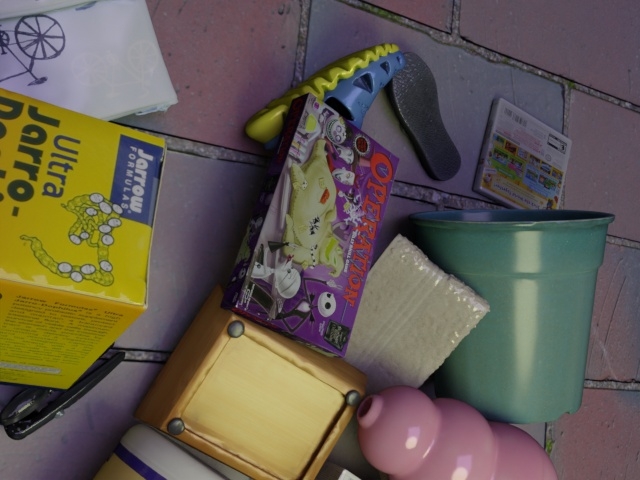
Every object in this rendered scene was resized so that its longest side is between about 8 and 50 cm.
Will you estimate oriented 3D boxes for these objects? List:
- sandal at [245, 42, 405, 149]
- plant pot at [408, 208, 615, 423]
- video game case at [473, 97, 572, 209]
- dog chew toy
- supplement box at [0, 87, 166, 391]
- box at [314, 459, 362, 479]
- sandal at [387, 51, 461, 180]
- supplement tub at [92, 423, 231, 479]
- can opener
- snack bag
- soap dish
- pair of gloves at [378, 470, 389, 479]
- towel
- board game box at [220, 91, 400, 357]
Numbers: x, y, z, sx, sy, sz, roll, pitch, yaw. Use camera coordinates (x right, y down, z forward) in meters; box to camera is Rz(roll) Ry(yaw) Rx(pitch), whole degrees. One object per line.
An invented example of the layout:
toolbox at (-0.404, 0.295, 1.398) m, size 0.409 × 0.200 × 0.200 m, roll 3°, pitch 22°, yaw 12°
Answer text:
sandal at (0.026, -0.223, 1.106) m, size 0.317 × 0.126 × 0.138 m, roll -38°, pitch 108°, yaw -17°
plant pot at (0.329, 0.118, 1.144) m, size 0.341 × 0.341 × 0.334 m, roll -5°, pitch 97°, yaw -29°
video game case at (0.430, -0.161, 1.371) m, size 0.227 × 0.026 × 0.206 m, roll 22°, pitch 76°, yaw -27°
dog chew toy at (0.195, 0.336, 0.980) m, size 0.332 × 0.206 × 0.206 m, roll 35°, pitch 71°, yaw -12°
supplement box at (-0.330, 0.026, 0.727) m, size 0.195 × 0.356 × 0.194 m, roll 15°, pitch 58°, yaw -28°
box at (0.058, 0.456, 1.074) m, size 0.203 × 0.114 × 0.103 m, roll 40°, pitch 69°, yaw -22°
sandal at (0.185, -0.227, 1.232) m, size 0.097 × 0.054 × 0.254 m, roll -31°, pitch 111°, yaw -20°
supplement tub at (-0.241, 0.439, 0.838) m, size 0.241 × 0.241 × 0.331 m, roll 42°, pitch 68°, yaw -20°
can opener at (-0.351, 0.204, 0.898) m, size 0.186 × 0.073 × 0.059 m, roll -33°, pitch 94°, yaw -36°
snack bag at (-0.368, -0.294, 0.831) m, size 0.323 × 0.037 × 0.342 m, roll -26°, pitch 112°, yaw -33°
soap dish at (-0.090, 0.238, 0.971) m, size 0.291 × 0.118 × 0.229 m, roll 34°, pitch 84°, yaw -18°
pair of gloves at (0.188, 0.418, 1.118) m, size 0.240 × 0.042 × 0.204 m, roll 43°, pitch 25°, yaw -18°
towel at (0.118, 0.147, 1.049) m, size 0.187 × 0.282 × 0.049 m, roll 38°, pitch 24°, yaw 4°
board game box at (-0.003, -0.022, 0.977) m, size 0.208 × 0.056 × 0.346 m, roll 32°, pitch 65°, yaw -36°
